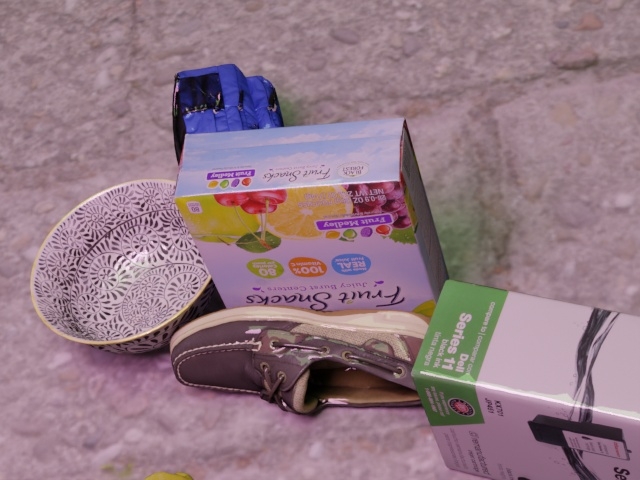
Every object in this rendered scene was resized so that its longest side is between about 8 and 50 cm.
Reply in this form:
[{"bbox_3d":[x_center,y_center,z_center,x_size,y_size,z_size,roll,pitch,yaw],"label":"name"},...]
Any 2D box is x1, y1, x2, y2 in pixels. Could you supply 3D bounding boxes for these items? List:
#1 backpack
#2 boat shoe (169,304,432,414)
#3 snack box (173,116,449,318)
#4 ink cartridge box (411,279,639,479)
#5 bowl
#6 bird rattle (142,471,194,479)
[{"bbox_3d":[-0.082,-0.087,1.356,0.101,0.098,0.120,-10,51,4],"label":"backpack"},{"bbox_3d":[-0.014,0.100,1.207,0.224,0.080,0.073,-3,48,9],"label":"boat shoe"},{"bbox_3d":[0.000,0.000,1.196,0.175,0.207,0.070,-4,53,14],"label":"snack box"},{"bbox_3d":[0.186,0.118,1.089,0.208,0.153,0.086,10,58,24],"label":"ink cartridge box"},{"bbox_3d":[-0.150,0.037,1.290,0.170,0.080,0.170,-11,51,13],"label":"bowl"},{"bbox_3d":[-0.035,0.233,1.048,0.254,0.207,0.143,1,72,28],"label":"bird rattle"}]
